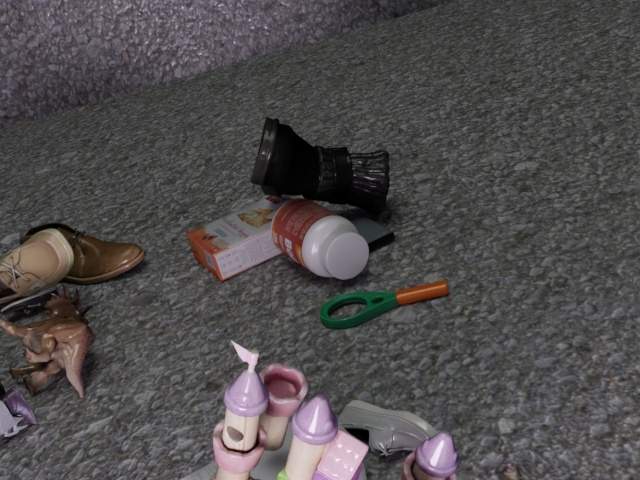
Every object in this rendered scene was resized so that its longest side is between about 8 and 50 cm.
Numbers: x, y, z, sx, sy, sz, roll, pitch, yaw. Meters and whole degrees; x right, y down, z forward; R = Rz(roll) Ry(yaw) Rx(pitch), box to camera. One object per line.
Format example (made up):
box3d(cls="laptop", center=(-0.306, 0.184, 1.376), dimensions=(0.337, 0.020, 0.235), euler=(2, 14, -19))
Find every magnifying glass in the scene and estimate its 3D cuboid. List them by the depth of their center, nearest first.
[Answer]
box3d(cls="magnifying glass", center=(0.111, 0.109, 1.914), dimensions=(0.231, 0.026, 0.092), euler=(-15, 25, 6))

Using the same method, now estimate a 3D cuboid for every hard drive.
box3d(cls="hard drive", center=(0.076, -0.009, 2.172), dimensions=(0.094, 0.022, 0.135), euler=(-25, 27, -19))

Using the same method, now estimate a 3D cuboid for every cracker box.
box3d(cls="cracker box", center=(-0.141, -0.013, 2.256), dimensions=(0.232, 0.067, 0.156), euler=(-25, 27, -19))

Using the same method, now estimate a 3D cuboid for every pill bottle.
box3d(cls="pill bottle", center=(0.000, 0.000, 2.082), dimensions=(0.121, 0.121, 0.216), euler=(-26, 27, -20))

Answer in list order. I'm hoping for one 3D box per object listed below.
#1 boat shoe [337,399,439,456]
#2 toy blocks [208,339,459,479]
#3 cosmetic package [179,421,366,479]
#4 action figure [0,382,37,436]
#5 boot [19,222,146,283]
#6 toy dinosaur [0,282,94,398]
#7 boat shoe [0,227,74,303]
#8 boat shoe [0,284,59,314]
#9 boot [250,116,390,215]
box3d(cls="boat shoe", center=(0.091, 0.275, 1.541), dimensions=(0.184, 0.066, 0.063), euler=(13, 52, 42))
box3d(cls="toy blocks", center=(-0.013, 0.282, 1.250), dimensions=(0.289, 0.260, 0.309), euler=(29, 43, 16))
box3d(cls="cosmetic package", center=(-0.064, 0.331, 1.490), dimensions=(0.231, 0.085, 0.117), euler=(-23, 26, -18))
box3d(cls="action figure", center=(-0.616, 0.342, 1.786), dimensions=(0.185, 0.099, 0.285), euler=(16, 43, 38))
box3d(cls="boot", center=(-0.525, 0.022, 2.357), dimensions=(0.305, 0.115, 0.112), euler=(-3, 26, 23))
box3d(cls="toy dinosaur", center=(-0.480, 0.177, 2.013), dimensions=(0.200, 0.127, 0.296), euler=(-25, 31, -33))
box3d(cls="boat shoe", center=(-0.617, 0.066, 2.246), dimensions=(0.302, 0.109, 0.098), euler=(-25, 7, 42))
box3d(cls="boat shoe", center=(-0.602, 0.133, 2.263), dimensions=(0.125, 0.038, 0.046), euler=(-24, 5, -19))
box3d(cls="boot", center=(0.010, -0.144, 2.144), dimensions=(0.260, 0.131, 0.348), euler=(11, -4, 5))
